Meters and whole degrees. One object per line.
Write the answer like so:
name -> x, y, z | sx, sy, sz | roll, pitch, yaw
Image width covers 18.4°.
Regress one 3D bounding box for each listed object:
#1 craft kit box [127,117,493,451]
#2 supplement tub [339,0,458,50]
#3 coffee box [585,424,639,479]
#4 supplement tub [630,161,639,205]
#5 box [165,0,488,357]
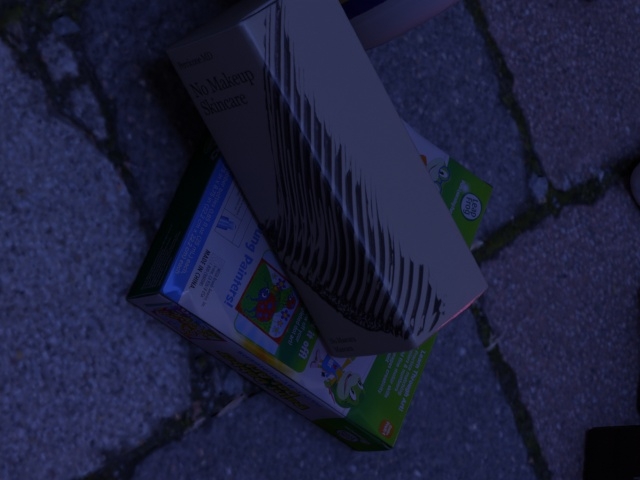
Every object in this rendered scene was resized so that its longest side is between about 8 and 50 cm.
craft kit box -> 0.000, 0.000, 1.558 | 0.246, 0.061, 0.250 | 35, 64, -25
supplement tub -> -0.001, -0.333, 1.490 | 0.331, 0.241, 0.241 | 51, 57, -18
coffee box -> 0.375, 0.268, 1.753 | 0.297, 0.119, 0.168 | 14, 75, -34
supplement tub -> 0.337, -0.071, 1.808 | 0.107, 0.071, 0.071 | -47, 110, -31
box -> 0.006, -0.052, 1.470 | 0.094, 0.113, 0.275 | -38, 104, -33
